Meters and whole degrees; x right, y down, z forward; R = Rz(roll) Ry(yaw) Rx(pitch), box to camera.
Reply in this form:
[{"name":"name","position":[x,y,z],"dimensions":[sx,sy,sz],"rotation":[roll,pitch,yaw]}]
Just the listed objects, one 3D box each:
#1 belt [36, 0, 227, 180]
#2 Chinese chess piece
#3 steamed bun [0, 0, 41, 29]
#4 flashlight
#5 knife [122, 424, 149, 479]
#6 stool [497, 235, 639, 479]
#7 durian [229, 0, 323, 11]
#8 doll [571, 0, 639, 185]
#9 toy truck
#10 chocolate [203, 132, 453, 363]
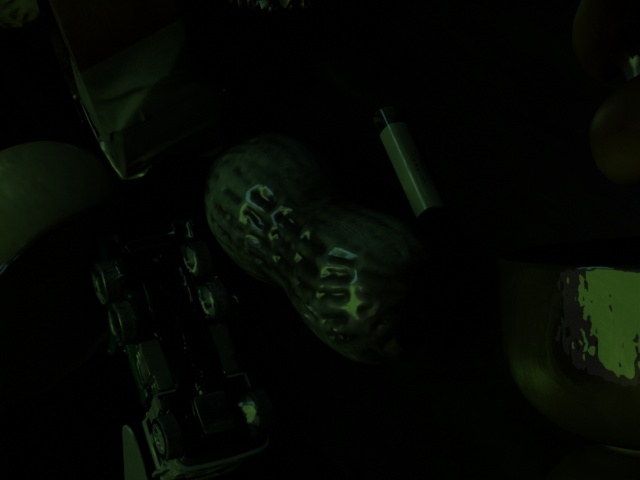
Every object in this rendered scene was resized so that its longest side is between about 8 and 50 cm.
[{"name":"belt","position":[-0.154,-0.155,0.991],"dimensions":[0.261,0.105,0.184],"rotation":[84,161,-55]},{"name":"Chinese chess piece","position":[-0.265,0.034,1.123],"dimensions":[0.104,0.257,0.257],"rotation":[41,128,21]},{"name":"steamed bun","position":[-0.225,-0.329,1.114],"dimensions":[0.292,0.137,0.295],"rotation":[156,121,-62]},{"name":"flashlight","position":[0.060,-0.054,0.875],"dimensions":[0.018,0.018,0.083],"rotation":[-47,58,47]},{"name":"knife","position":[-0.163,0.249,1.148],"dimensions":[0.058,0.032,0.244],"rotation":[51,150,29]},{"name":"stool","position":[0.181,0.133,0.610],"dimensions":[0.179,0.179,0.264],"rotation":[0,95,53]},{"name":"durian","position":[-0.024,-0.249,0.868],"dimensions":[0.196,0.167,0.196],"rotation":[40,149,30]},{"name":"doll","position":[0.209,-0.172,0.542],"dimensions":[0.318,0.209,0.339],"rotation":[-19,80,19]},{"name":"toy truck","position":[-0.123,0.099,1.075],"dimensions":[0.216,0.110,0.116],"rotation":[68,153,19]},{"name":"chocolate","position":[0.000,0.000,0.891],"dimensions":[0.248,0.110,0.110],"rotation":[36,123,41]}]
